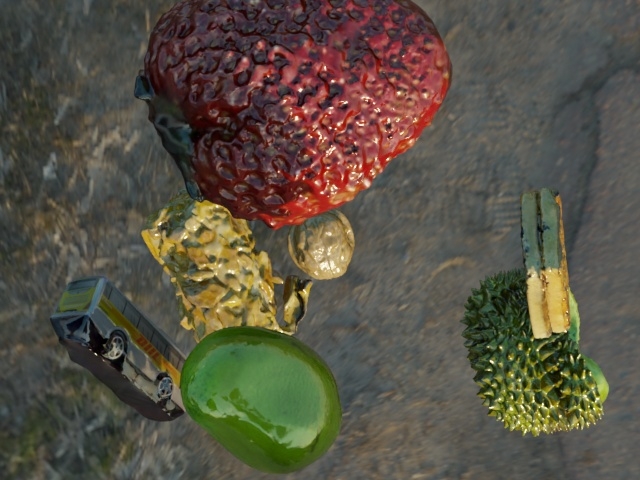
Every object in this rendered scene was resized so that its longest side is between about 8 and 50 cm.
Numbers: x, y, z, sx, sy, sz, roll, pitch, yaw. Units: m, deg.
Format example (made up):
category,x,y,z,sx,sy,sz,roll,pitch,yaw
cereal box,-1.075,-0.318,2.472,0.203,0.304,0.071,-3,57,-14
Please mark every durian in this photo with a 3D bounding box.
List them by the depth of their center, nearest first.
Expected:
category,x,y,z,sx,sy,sz,roll,pitch,yaw
durian,0.283,0.147,1.719,0.176,0.200,0.237,-7,71,-1

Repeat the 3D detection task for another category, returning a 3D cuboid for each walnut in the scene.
category,x,y,z,sx,sy,sz,roll,pitch,yaw
walnut,0.000,0.000,1.566,0.082,0.079,0.096,-15,112,2

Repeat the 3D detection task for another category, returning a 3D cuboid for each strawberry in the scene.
category,x,y,z,sx,sy,sz,roll,pitch,yaw
strawberry,-0.029,-0.156,1.280,0.261,0.257,0.261,25,53,-38

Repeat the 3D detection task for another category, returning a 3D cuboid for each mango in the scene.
category,x,y,z,sx,sy,sz,roll,pitch,yaw
mango,-0.046,0.133,1.104,0.163,0.089,0.117,48,63,-36

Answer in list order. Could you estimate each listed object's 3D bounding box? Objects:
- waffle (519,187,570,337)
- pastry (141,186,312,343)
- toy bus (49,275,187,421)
category,x,y,z,sx,sy,sz,roll,pitch,yaw
waffle,0.229,0.025,1.296,0.042,0.148,0.102,-4,60,11
pastry,-0.112,0.047,1.568,0.154,0.102,0.250,-34,103,-31
toy bus,-0.186,0.105,1.224,0.057,0.172,0.072,-7,51,31
